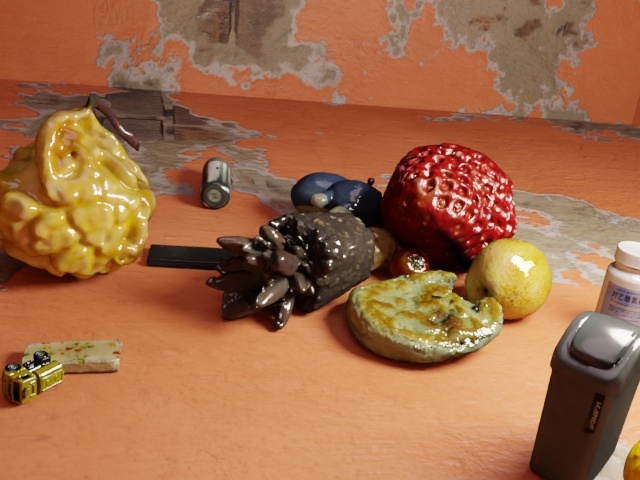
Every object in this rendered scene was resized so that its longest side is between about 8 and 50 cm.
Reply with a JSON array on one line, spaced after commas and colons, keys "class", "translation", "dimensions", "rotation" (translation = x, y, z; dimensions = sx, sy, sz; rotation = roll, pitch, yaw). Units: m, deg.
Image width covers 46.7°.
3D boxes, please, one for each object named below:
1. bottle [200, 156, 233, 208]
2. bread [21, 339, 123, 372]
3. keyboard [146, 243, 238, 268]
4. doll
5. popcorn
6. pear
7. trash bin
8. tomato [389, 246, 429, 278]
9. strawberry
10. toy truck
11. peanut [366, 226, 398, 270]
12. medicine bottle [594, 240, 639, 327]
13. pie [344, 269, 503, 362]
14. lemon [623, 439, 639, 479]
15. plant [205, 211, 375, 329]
[{"class": "bottle", "translation": [-0.275, -0.156, 1.998], "dimensions": [0.096, 0.079, 0.254], "rotation": [41, 12, -21]}, {"class": "bread", "translation": [-0.396, 0.185, 1.185], "dimensions": [0.153, 0.028, 0.068], "rotation": [0, 25, -12]}, {"class": "keyboard", "translation": [-0.216, 0.040, 1.606], "dimensions": [0.309, 0.018, 0.101], "rotation": [3, 21, -9]}, {"class": "doll", "translation": [0.038, -0.090, 1.831], "dimensions": [0.228, 0.154, 0.258], "rotation": [17, -5, -42]}, {"class": "popcorn", "translation": [-0.482, -0.103, 1.457], "dimensions": [0.349, 0.382, 0.349], "rotation": [22, 14, -5]}, {"class": "pear", "translation": [0.380, 0.083, 1.516], "dimensions": [0.178, 0.178, 0.178], "rotation": [6, 22, -2]}, {"class": "trash bin", "translation": [0.387, 0.219, 1.058], "dimensions": [0.101, 0.236, 0.176], "rotation": [22, 26, 32]}, {"class": "tomato", "translation": [0.191, 0.057, 1.611], "dimensions": [0.087, 0.087, 0.075], "rotation": [-5, -11, -27]}, {"class": "strawberry", "translation": [0.277, -0.088, 1.642], "dimensions": [0.317, 0.295, 0.345], "rotation": [56, 9, 13]}, {"class": "toy truck", "translation": [-0.428, 0.205, 1.098], "dimensions": [0.054, 0.049, 0.083], "rotation": [19, 24, 25]}, {"class": "peanut", "translation": [0.058, 0.018, 1.633], "dimensions": [0.229, 0.098, 0.103], "rotation": [2, 35, -6]}, {"class": "medicine bottle", "translation": [0.613, 0.104, 1.476], "dimensions": [0.102, 0.187, 0.103], "rotation": [7, 22, -3]}, {"class": "pie", "translation": [0.189, 0.137, 1.403], "dimensions": [0.302, 0.067, 0.302], "rotation": [4, 26, -2]}, {"class": "lemon", "translation": [0.474, 0.317, 1.008], "dimensions": [0.114, 0.114, 0.155], "rotation": [20, 25, 29]}, {"class": "plant", "translation": [-0.057, 0.041, 1.431], "dimensions": [0.320, 0.182, 0.194], "rotation": [-14, 38, -41]}]
